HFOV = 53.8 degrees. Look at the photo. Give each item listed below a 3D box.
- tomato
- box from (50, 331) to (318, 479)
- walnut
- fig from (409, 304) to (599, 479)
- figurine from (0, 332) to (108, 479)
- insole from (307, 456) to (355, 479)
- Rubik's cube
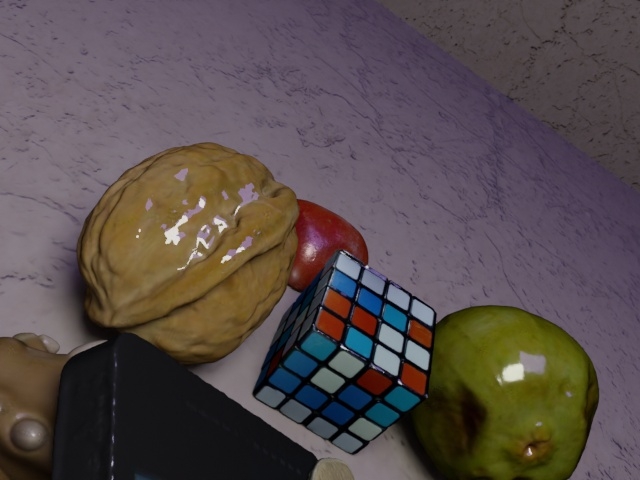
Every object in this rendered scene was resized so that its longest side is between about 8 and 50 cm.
[{"bbox_3d":[0.002,-0.005,0.957,0.174,0.082,0.166,2,49,-37],"label":"tomato"},{"bbox_3d":[-0.073,0.233,0.500,0.350,0.058,0.211,54,18,-47],"label":"box"},{"bbox_3d":[-0.141,0.016,0.694,0.225,0.257,0.257,64,29,-21],"label":"walnut"},{"bbox_3d":[0.222,0.188,0.819,0.239,0.240,0.271,25,14,-18],"label":"fig"},{"bbox_3d":[-0.230,0.184,0.466,0.172,0.177,0.247,6,32,-12],"label":"figurine"},{"bbox_3d":[0.004,0.264,0.611,0.248,0.011,0.081,11,57,-75],"label":"insole"},{"bbox_3d":[0.033,0.135,0.773,0.154,0.151,0.155,34,36,-8],"label":"Rubik's cube"}]
